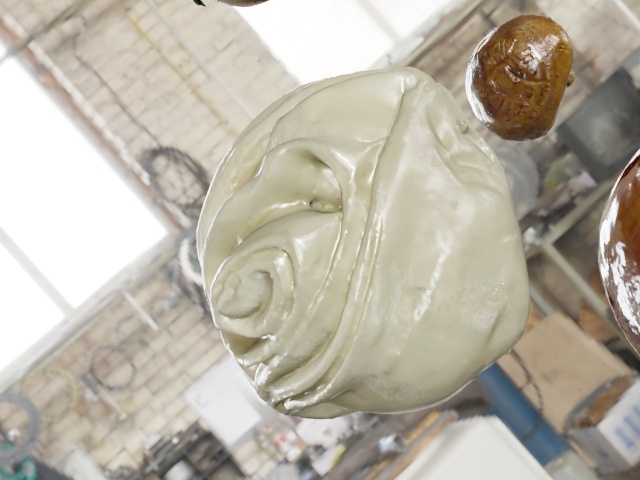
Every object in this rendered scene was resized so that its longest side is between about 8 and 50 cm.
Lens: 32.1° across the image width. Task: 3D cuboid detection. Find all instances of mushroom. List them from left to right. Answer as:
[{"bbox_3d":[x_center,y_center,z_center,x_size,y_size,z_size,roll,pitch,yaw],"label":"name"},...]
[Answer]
[{"bbox_3d":[0.348,-0.290,1.992,0.138,0.194,0.231,-23,-58,-66],"label":"mushroom"}]

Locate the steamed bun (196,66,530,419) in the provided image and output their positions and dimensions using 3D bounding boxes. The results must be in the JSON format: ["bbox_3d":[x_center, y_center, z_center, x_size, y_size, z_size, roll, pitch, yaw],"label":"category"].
[{"bbox_3d":[0.008,-0.003,0.999,0.310,0.324,0.219,-21,-23,36],"label":"steamed bun"}]

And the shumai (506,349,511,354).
[{"bbox_3d":[0.295,0.175,1.941,0.082,0.080,0.083,48,-124,-68],"label":"shumai"}]

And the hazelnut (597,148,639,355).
[{"bbox_3d":[0.580,0.000,1.458,0.429,0.402,0.402,-47,-4,38],"label":"hazelnut"}]

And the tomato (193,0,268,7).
[{"bbox_3d":[-0.113,-0.437,1.405,0.303,0.303,0.239,-43,40,46],"label":"tomato"}]
